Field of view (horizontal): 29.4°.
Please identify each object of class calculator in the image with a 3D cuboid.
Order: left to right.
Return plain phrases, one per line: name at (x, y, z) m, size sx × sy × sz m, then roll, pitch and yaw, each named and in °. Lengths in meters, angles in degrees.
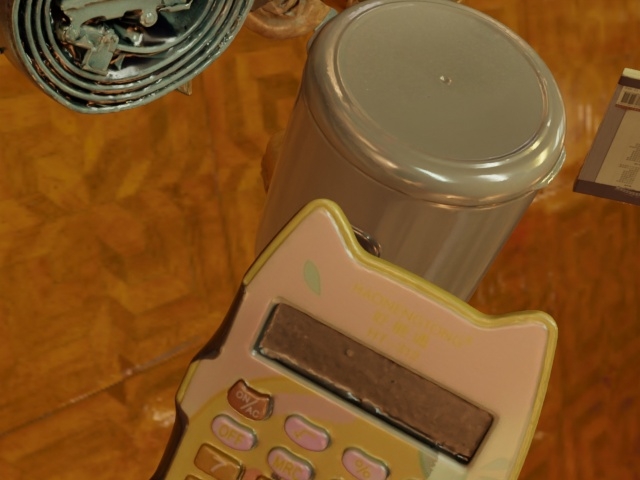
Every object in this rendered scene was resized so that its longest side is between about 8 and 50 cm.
calculator at (0.003, 0.105, 0.566) m, size 0.236 × 0.157 × 0.033 m, roll -63°, pitch 174°, yaw 18°

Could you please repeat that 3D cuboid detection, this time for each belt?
belt at (-0.177, -0.233, 1.134) m, size 0.268 × 0.116 × 0.206 m, roll -28°, pitch 130°, yaw -23°

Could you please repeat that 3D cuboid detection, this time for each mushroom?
mushroom at (-0.057, -0.361, 1.692) m, size 0.127 × 0.166 × 0.166 m, roll -92°, pitch 172°, yaw -75°

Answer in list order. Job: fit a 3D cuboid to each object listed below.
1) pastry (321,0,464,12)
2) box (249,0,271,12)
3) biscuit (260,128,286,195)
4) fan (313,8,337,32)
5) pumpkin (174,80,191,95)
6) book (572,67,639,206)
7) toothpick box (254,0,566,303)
pastry at (0.036, -0.397, 1.197) m, size 0.245 × 0.409 × 0.409 m, roll -18°, pitch 110°, yaw -14°
box at (-0.184, -0.405, 1.390) m, size 0.325 × 0.047 × 0.180 m, roll 24°, pitch 48°, yaw -43°
biscuit at (0.000, 0.000, 1.518) m, size 0.296 × 0.102 × 0.296 m, roll -18°, pitch 90°, yaw -86°
fan at (0.016, -0.266, 1.783) m, size 0.057 × 0.023 × 0.282 m, roll -5°, pitch 63°, yaw -15°
pumpkin at (-0.245, -0.254, 1.470) m, size 0.217 × 0.217 × 0.110 m, roll 5°, pitch 109°, yaw -52°
book at (0.429, -0.122, 1.558) m, size 0.231 × 0.158 × 0.026 m, roll 100°, pitch 5°, yaw -54°
toothpick box at (0.051, -0.022, 1.031) m, size 0.229 × 0.229 × 0.316 m, roll -48°, pitch 167°, yaw -39°
